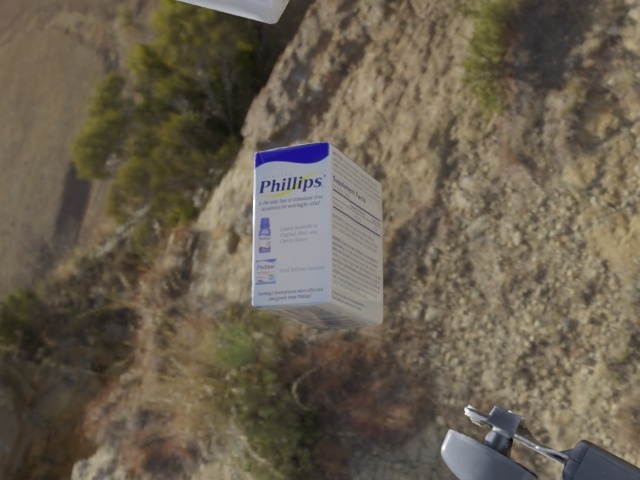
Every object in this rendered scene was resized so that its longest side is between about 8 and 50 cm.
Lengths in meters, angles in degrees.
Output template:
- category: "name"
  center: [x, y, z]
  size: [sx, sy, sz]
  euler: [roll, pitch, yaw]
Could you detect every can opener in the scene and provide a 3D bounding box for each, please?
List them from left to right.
- category: "can opener"
  center: [0.250, 0.242, 0.935]
  size: [0.284, 0.076, 0.095]
  euler: [26, 85, 29]

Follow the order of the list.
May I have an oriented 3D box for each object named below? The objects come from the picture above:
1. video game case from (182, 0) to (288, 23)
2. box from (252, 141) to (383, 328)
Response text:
- category: "video game case"
  center: [-0.086, -0.257, 0.695]
  size: [0.213, 0.023, 0.193]
  euler: [18, 71, 19]
- category: "box"
  center: [0.000, 0.000, 0.852]
  size: [0.072, 0.126, 0.137]
  euler: [-5, 75, 23]
